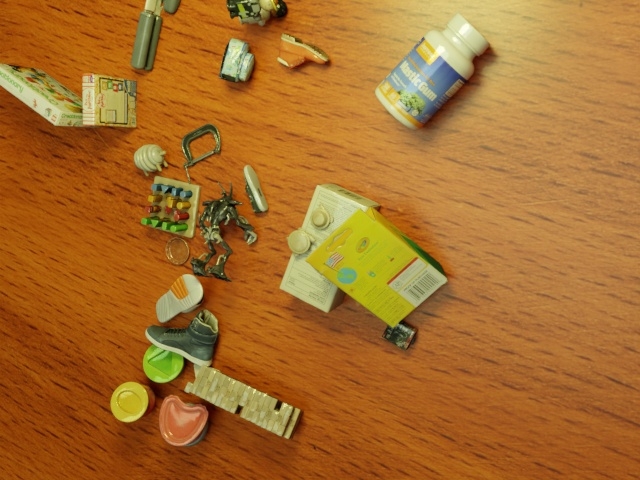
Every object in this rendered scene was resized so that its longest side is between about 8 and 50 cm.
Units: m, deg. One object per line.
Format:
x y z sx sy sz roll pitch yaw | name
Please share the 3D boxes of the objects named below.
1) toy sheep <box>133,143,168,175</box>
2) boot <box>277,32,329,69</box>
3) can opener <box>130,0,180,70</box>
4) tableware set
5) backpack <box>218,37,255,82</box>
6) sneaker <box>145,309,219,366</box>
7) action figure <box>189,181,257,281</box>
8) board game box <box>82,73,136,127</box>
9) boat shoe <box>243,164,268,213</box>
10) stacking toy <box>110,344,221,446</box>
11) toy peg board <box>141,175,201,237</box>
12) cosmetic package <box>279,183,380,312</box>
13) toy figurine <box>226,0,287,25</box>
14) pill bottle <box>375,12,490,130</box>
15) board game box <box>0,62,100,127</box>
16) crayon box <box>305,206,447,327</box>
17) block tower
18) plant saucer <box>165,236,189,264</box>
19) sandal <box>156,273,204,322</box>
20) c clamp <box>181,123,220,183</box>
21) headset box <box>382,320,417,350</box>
-0.511 -0.247 2.040 0.132 0.091 0.091 -15 91 29 | toy sheep
-0.049 -0.495 1.832 0.158 0.059 0.085 30 110 26 | boot
-0.479 -0.635 1.982 0.095 0.076 0.283 21 105 20 | can opener
0.000 0.000 1.769 0.168 0.020 0.141 -45 81 19 | tableware set
-0.227 -0.497 1.881 0.084 0.105 0.114 14 102 -2 | backpack
-0.412 0.266 2.048 0.226 0.086 0.163 22 115 6 | sneaker
-0.281 -0.023 1.947 0.164 0.141 0.276 3 72 30 | action figure
-0.621 -0.410 2.005 0.045 0.193 0.147 5 98 22 | board game box
-0.195 -0.144 1.939 0.040 0.049 0.142 -21 90 24 | boat shoe
-0.459 0.480 2.123 0.309 0.130 0.279 24 78 15 | stacking toy
-0.457 -0.100 2.037 0.161 0.079 0.161 14 102 20 | toy peg board
0.025 0.017 1.832 0.160 0.113 0.309 26 106 17 | cosmetic package
-0.168 -0.678 1.777 0.148 0.213 0.210 -9 96 7 | toy figurine
0.276 -0.413 1.651 0.152 0.152 0.272 48 112 11 | pill bottle
-0.845 -0.447 2.095 0.305 0.193 0.053 35 109 15 | board game box
0.140 0.057 1.715 0.318 0.081 0.202 38 110 -23 | crayon box
-0.222 0.466 1.974 0.335 0.091 0.097 20 77 13 | block tower
-0.437 0.031 2.081 0.083 0.013 0.083 3 99 23 | plant saucer
-0.415 0.175 2.064 0.265 0.076 0.102 -32 70 43 | sandal
-0.352 -0.266 2.007 0.160 0.022 0.137 -28 80 25 | c clamp
0.217 0.252 1.823 0.083 0.032 0.062 29 107 16 | headset box
